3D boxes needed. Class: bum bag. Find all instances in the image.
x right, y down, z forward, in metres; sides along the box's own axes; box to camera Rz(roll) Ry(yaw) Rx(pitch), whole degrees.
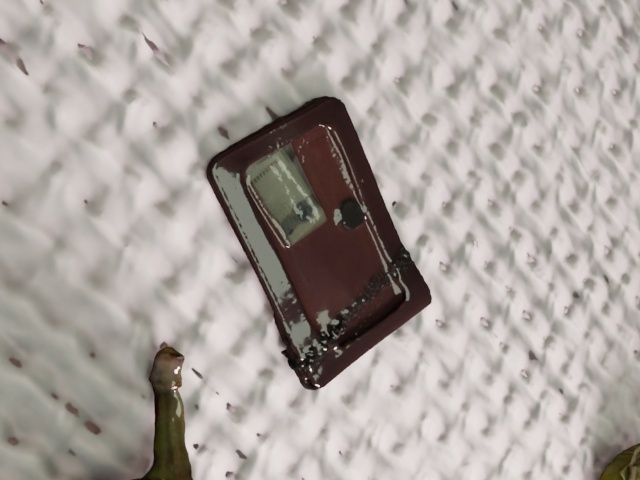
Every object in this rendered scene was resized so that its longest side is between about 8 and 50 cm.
[{"bbox_3d":[0.000,0.000,0.596,0.109,0.026,0.159,-32,107,-28],"label":"bum bag"}]

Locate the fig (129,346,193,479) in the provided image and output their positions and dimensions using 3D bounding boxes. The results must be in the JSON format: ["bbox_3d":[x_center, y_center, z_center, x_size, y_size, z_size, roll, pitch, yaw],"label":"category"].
[{"bbox_3d":[-0.089,0.190,0.495,0.149,0.202,0.148,-26,128,-9],"label":"fig"}]

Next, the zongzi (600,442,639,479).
[{"bbox_3d":[0.311,0.256,0.730,0.094,0.204,0.204,-7,99,-52],"label":"zongzi"}]
